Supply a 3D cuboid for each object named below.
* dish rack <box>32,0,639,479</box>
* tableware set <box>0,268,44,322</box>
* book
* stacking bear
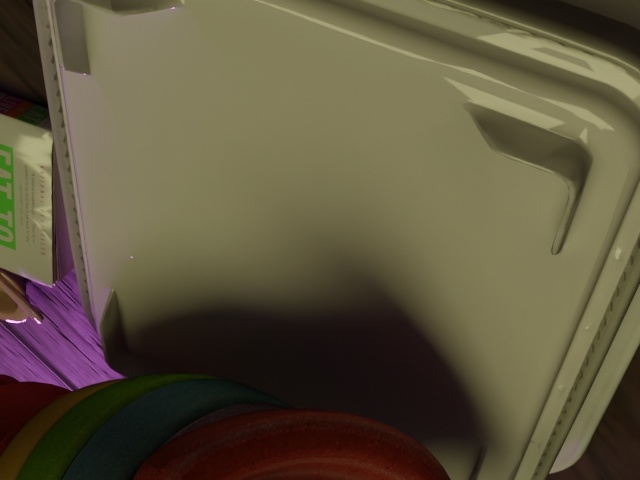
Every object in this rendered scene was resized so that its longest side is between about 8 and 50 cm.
[{"bbox_3d":[0.000,0.000,0.479,0.285,0.072,0.333,21,142,12],"label":"dish rack"},{"bbox_3d":[-0.249,0.004,0.689,0.169,0.020,0.141,-14,124,42],"label":"tableware set"},{"bbox_3d":[-0.194,-0.043,0.586,0.144,0.035,0.096,19,129,14],"label":"book"},{"bbox_3d":[-0.091,0.133,0.509,0.289,0.164,0.175,5,103,47],"label":"stacking bear"}]
